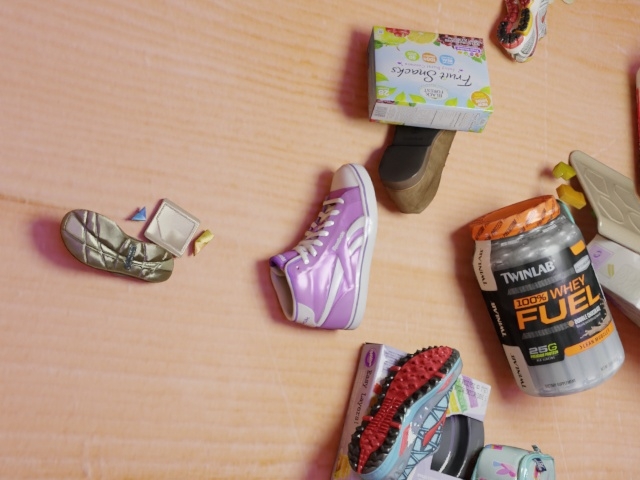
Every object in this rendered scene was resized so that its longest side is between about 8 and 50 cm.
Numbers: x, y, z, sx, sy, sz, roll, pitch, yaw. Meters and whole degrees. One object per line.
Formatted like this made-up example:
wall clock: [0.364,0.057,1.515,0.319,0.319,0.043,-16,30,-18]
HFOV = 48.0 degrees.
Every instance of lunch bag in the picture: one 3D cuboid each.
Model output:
lunch bag: [0.341,0.496,1.258,0.224,0.108,0.279,26,71,-52]

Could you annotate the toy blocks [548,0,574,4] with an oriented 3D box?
toy blocks: [0.572,-0.569,1.567,0.123,0.148,0.054,-13,90,-31]

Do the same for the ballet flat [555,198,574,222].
ballet flat: [0.488,0.056,1.458,0.096,0.095,0.280,-22,94,-19]

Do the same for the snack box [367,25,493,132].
snack box: [0.190,-0.285,1.273,0.207,0.070,0.174,5,60,-6]

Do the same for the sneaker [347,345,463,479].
sneaker: [0.147,0.285,1.152,0.262,0.104,0.125,-48,124,-22]

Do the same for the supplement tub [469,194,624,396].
supplement tub: [0.411,0.099,1.335,0.207,0.207,0.337,-25,95,-31]

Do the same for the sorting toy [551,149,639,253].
sorting toy: [0.597,-0.088,1.539,0.307,0.041,0.229,21,45,-26]

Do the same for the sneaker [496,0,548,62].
sneaker: [0.436,-0.471,1.521,0.093,0.088,0.225,45,61,-41]

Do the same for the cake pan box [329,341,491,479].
cake pan box: [0.163,0.331,1.233,0.267,0.070,0.245,26,72,-25]

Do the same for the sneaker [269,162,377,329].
sneaker: [0.000,0.000,1.167,0.161,0.102,0.281,10,78,-26]

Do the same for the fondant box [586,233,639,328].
fondant box: [0.703,0.147,1.480,0.330,0.238,0.096,39,96,-21]

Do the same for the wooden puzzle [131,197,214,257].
wooden puzzle: [-0.223,-0.018,1.085,0.116,0.014,0.078,42,60,-19]

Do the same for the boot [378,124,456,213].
boot: [0.199,-0.179,1.333,0.305,0.112,0.115,-59,143,-29]

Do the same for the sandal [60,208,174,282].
sandal: [-0.292,0.014,1.022,0.180,0.049,0.072,28,74,-40]

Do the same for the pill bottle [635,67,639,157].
pill bottle: [0.848,-0.211,1.632,0.229,0.229,0.407,6,80,-30]
